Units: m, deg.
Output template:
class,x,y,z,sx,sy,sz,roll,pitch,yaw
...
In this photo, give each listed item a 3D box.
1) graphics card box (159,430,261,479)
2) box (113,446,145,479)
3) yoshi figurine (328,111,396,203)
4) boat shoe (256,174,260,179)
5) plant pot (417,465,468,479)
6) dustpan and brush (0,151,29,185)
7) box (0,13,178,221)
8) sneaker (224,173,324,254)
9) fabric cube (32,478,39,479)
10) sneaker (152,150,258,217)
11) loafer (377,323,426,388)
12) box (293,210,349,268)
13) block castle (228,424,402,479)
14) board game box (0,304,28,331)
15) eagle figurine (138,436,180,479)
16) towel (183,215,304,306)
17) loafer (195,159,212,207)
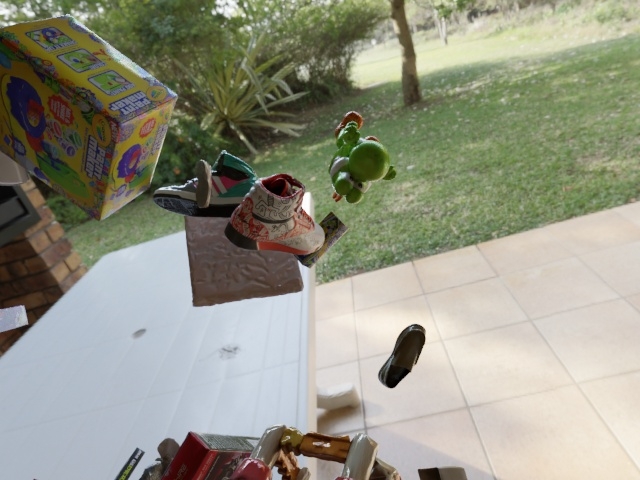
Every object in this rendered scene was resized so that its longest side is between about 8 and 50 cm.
class,x,y,z,sx,sy,sz,roll,pitch,yaw
graphics card box,-0.287,0.677,1.197,0.094,0.371,0.232,23,76,34
box,-0.727,0.875,1.522,0.190,0.045,0.184,-53,4,25
yoshi figurine,0.124,-0.242,1.199,0.204,0.202,0.362,6,38,3
boat shoe,-0.197,-0.178,1.393,0.049,0.137,0.043,-42,15,21
plant pot,0.351,0.679,1.170,0.096,0.109,0.109,0,61,-23
dustpan and brush,-0.995,-0.222,1.240,0.211,0.147,0.060,-17,8,-35
box,-0.500,-0.251,0.899,0.290,0.279,0.177,-52,4,41
sneaker,-0.053,-0.052,0.859,0.270,0.145,0.090,2,40,-50
fabric cube,-0.687,0.826,1.113,0.254,0.259,0.258,-9,41,33
sneaker,-0.308,-0.168,1.197,0.296,0.123,0.178,4,66,-10
loafer,0.167,0.234,0.837,0.056,0.147,0.050,24,10,-10
box,0.000,0.000,1.222,0.169,0.054,0.059,-46,60,7
block castle,0.021,0.626,0.901,0.303,0.452,0.212,-5,28,28
board game box,-0.739,0.177,0.730,0.347,0.056,0.208,-11,-5,-21
eagle figurine,-0.656,1.036,1.813,0.226,0.225,0.298,-54,8,8
towel,-0.244,0.040,1.322,0.332,0.053,0.316,-7,63,-17
loafer,-0.286,-0.140,1.063,0.045,0.125,0.039,-14,-15,28
